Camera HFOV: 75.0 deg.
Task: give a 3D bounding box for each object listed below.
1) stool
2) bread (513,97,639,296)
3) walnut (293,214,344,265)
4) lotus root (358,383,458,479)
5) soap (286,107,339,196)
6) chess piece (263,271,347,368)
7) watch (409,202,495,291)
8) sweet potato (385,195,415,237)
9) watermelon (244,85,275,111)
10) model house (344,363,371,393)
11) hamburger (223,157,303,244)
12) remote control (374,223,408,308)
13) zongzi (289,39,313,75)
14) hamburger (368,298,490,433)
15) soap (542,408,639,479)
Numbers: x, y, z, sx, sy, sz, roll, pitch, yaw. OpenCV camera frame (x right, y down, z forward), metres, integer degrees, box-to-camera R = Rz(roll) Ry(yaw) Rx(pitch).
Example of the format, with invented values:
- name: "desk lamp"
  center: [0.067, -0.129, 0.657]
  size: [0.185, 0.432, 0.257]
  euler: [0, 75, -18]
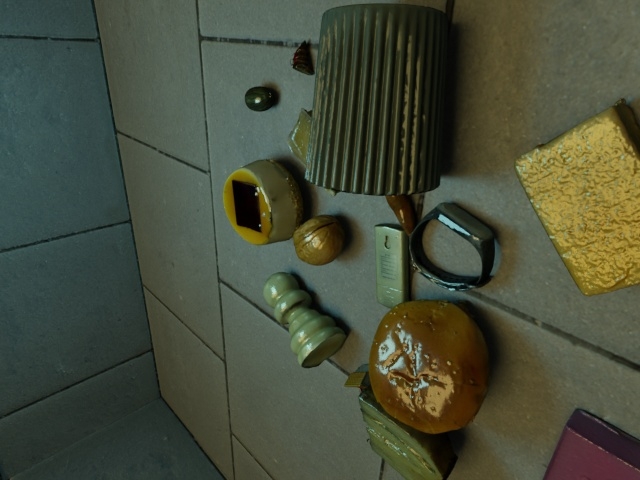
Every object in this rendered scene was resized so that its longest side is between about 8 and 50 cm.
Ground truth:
- name: "stool"
  center: [0.119, -0.286, 0.870]
  size: [0.297, 0.297, 0.330]
  euler: [20, 116, 42]
- name: "bread"
  center: [0.473, -0.065, 0.696]
  size: [0.184, 0.114, 0.275]
  euler: [-33, 82, 46]
- name: "walnut"
  center: [0.000, 0.000, 1.227]
  size: [0.180, 0.144, 0.144]
  euler: [-41, 75, 43]
- name: "lotus root"
  center: [0.256, 0.528, 1.138]
  size: [0.260, 0.149, 0.267]
  euler: [21, 137, 43]
- name: "soap"
  center: [0.010, -0.247, 1.157]
  size: [0.233, 0.076, 0.135]
  euler: [52, 136, 20]
- name: "chess piece"
  center: [-0.076, 0.247, 1.411]
  size: [0.330, 0.182, 0.182]
  euler: [50, 137, 29]
- name: "watch"
  center: [0.302, 0.027, 0.959]
  size: [0.206, 0.068, 0.193]
  euler: [42, 136, 33]
- name: "sweet potato"
  center: [0.204, -0.075, 1.032]
  size: [0.056, 0.056, 0.195]
  euler: [-16, 105, 50]
- name: "watermelon"
  center: [-0.186, -0.437, 1.289]
  size: [0.110, 0.078, 0.078]
  euler: [18, 119, 40]
- name: "model house"
  center: [0.137, 0.453, 1.296]
  size: [0.087, 0.100, 0.101]
  euler: [-26, 87, 50]
- name: "hamburger"
  center: [-0.176, -0.123, 1.339]
  size: [0.294, 0.179, 0.276]
  euler: [15, 120, 40]
- name: "remote control"
  center: [0.191, 0.071, 1.121]
  size: [0.098, 0.038, 0.234]
  euler: [12, 114, 44]
- name: "zongzi"
  center: [-0.058, -0.498, 1.155]
  size: [0.073, 0.067, 0.083]
  euler: [0, 88, 60]
- name: "hamburger"
  center: [0.260, 0.290, 1.002]
  size: [0.289, 0.170, 0.315]
  euler: [3, 80, 39]
- name: "soap"
  center: [0.569, 0.502, 0.853]
  size: [0.181, 0.081, 0.260]
  euler: [27, 124, 39]
